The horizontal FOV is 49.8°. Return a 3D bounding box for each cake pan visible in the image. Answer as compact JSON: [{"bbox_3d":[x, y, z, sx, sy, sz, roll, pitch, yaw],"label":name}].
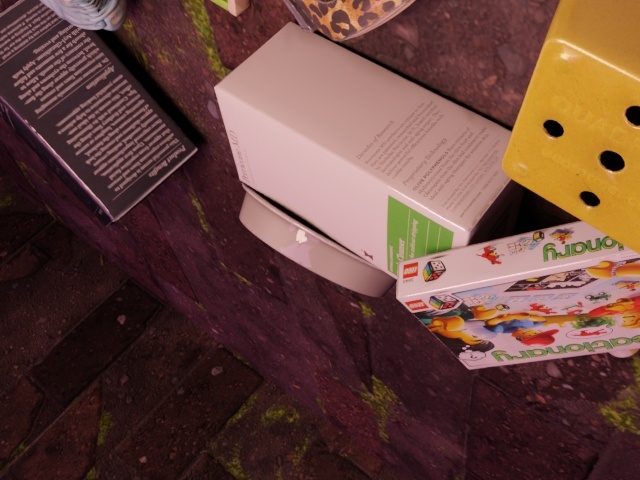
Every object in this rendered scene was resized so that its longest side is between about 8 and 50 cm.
[{"bbox_3d":[0.000,0.000,1.055,0.293,0.054,0.293,28,-172,-4],"label":"cake pan"}]

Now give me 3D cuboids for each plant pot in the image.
[{"bbox_3d":[0.252,-0.113,0.499,0.212,0.187,0.212,35,155,19],"label":"plant pot"}]

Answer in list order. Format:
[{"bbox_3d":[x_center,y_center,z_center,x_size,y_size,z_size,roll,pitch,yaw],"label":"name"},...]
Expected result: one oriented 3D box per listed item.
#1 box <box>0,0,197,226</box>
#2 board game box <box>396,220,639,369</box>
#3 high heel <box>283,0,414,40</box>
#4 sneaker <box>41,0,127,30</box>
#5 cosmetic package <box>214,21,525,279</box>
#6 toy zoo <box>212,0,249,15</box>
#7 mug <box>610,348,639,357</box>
[{"bbox_3d":[-0.467,-0.241,1.347,0.395,0.212,0.293,50,164,-13],"label":"box"},{"bbox_3d":[0.258,0.058,0.718,0.305,0.053,0.193,-15,141,31],"label":"board game box"},{"bbox_3d":[-0.008,-0.303,0.705,0.186,0.093,0.261,50,165,-28],"label":"high heel"},{"bbox_3d":[-0.346,-0.394,1.058,0.150,0.135,0.366,33,-179,-34],"label":"sneaker"},{"bbox_3d":[0.061,-0.097,0.868,0.365,0.155,0.197,31,155,24],"label":"cosmetic package"},{"bbox_3d":[-0.215,-0.437,0.895,0.293,0.030,0.192,36,155,19],"label":"toy zoo"},{"bbox_3d":[0.369,0.112,0.844,0.064,0.062,0.078,46,164,-24],"label":"mug"}]
